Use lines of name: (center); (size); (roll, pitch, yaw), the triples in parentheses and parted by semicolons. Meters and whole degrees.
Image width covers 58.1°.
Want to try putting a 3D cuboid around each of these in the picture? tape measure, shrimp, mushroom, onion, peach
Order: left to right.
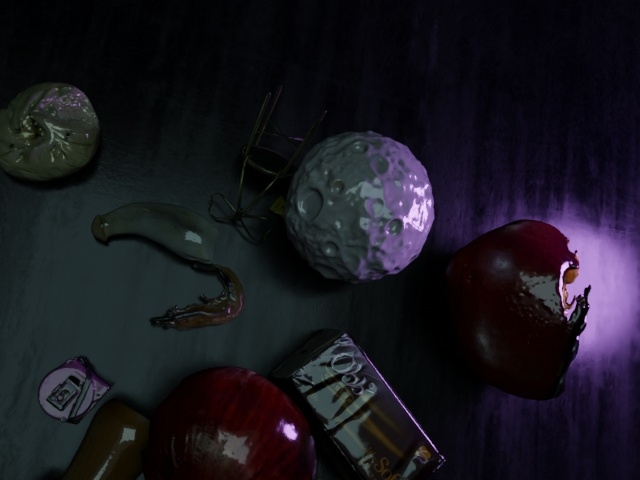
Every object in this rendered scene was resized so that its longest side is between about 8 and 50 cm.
tape measure: (-0.507, 0.305, 1.175); (0.118, 0.074, 0.125); (38, 70, -6)
mushroom: (-0.362, -0.030, 1.275); (0.270, 0.103, 0.117); (13, 68, -3)
shrimp: (-0.279, 0.124, 1.291); (0.220, 0.046, 0.152); (-12, 85, -22)
onion: (-0.164, 0.419, 1.127); (0.342, 0.341, 0.340); (3, 79, -16)
peach: (0.479, 0.173, 1.368); (0.416, 0.353, 0.339); (61, 27, 7)

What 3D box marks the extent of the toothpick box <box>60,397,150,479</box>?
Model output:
toothpick box: (-0.437, 0.466, 1.112); (0.192, 0.192, 0.294); (35, 67, -8)

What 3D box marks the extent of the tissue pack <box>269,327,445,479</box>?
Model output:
tissue pack: (0.065, 0.383, 1.269); (0.198, 0.210, 0.370); (-37, 93, -13)

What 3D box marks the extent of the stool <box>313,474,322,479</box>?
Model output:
stool: (-0.006, 0.616, 1.210); (0.198, 0.195, 0.195); (45, 72, 0)

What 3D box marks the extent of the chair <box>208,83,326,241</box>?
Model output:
chair: (-0.123, -0.184, 1.351); (0.160, 0.170, 0.325); (27, 114, -3)

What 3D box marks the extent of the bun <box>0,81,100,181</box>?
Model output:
bun: (-0.583, -0.236, 1.230); (0.210, 0.116, 0.237); (26, 76, -10)

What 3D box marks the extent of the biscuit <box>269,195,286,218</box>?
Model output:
biscuit: (0.000, 0.000, 1.410); (0.292, 0.026, 0.048); (39, 56, -6)

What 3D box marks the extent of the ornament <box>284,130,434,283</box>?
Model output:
ornament: (0.093, -0.069, 1.262); (0.338, 0.337, 0.336); (3, 79, -16)
